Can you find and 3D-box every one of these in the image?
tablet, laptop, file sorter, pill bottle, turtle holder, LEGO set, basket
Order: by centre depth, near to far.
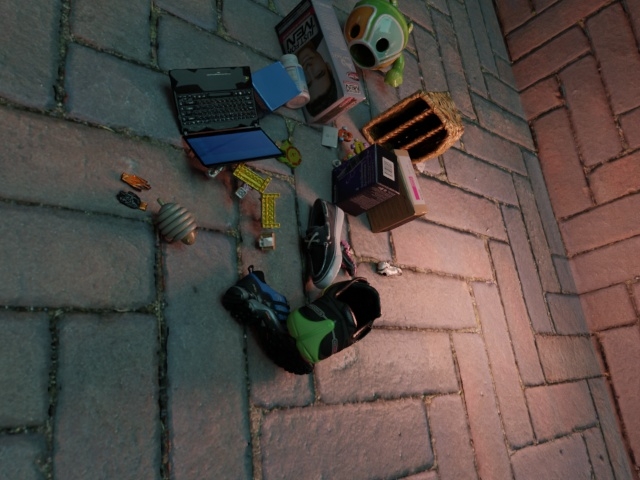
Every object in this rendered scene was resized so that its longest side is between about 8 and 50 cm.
[{"bbox_3d":[-0.244,-0.334,1.348,0.234,0.137,0.264,-15,101,-31],"label":"laptop"},{"bbox_3d":[-0.186,-0.113,1.401,0.132,0.107,0.287,-38,106,-12],"label":"LEGO set"},{"bbox_3d":[-0.166,-0.445,1.547,0.118,0.105,0.170,53,43,-10],"label":"file sorter"},{"bbox_3d":[-0.092,-0.521,1.668,0.087,0.087,0.160,2,70,-44],"label":"pill bottle"},{"bbox_3d":[0.032,-0.357,1.752,0.054,0.006,0.083,9,61,-8],"label":"tablet"},{"bbox_3d":[0.343,-0.394,1.877,0.223,0.299,0.213,-18,85,-49],"label":"basket"},{"bbox_3d":[0.214,-0.775,2.017,0.227,0.244,0.320,-63,157,-25],"label":"turtle holder"}]

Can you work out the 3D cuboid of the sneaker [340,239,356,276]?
[{"bbox_3d":[0.070,0.060,1.589,0.057,0.047,0.119,-18,83,-25],"label":"sneaker"}]

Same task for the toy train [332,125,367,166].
[{"bbox_3d":[0.093,-0.311,1.784,0.125,0.046,0.166,16,68,-8],"label":"toy train"}]

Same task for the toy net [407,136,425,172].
[{"bbox_3d":[0.397,-0.376,2.111,0.122,0.045,0.232,15,62,-41],"label":"toy net"}]

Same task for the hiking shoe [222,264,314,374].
[{"bbox_3d":[-0.102,0.205,1.291,0.304,0.113,0.132,52,45,-12],"label":"hiking shoe"}]

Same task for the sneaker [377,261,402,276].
[{"bbox_3d":[0.232,0.105,1.727,0.109,0.040,0.043,22,73,-32],"label":"sneaker"}]

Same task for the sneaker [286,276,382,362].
[{"bbox_3d":[0.085,0.194,1.358,0.185,0.202,0.483,64,19,0],"label":"sneaker"}]

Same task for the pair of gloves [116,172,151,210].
[{"bbox_3d":[-0.436,-0.114,1.195,0.074,0.010,0.083,24,58,-36],"label":"pair of gloves"}]

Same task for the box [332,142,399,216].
[{"bbox_3d":[0.143,-0.190,1.651,0.108,0.207,0.153,22,56,-36],"label":"box"}]

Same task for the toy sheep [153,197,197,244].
[{"bbox_3d":[-0.341,-0.043,1.196,0.132,0.091,0.091,51,44,-14],"label":"toy sheep"}]

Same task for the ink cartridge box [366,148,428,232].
[{"bbox_3d":[0.238,-0.165,1.741,0.088,0.193,0.234,-6,76,-45],"label":"ink cartridge box"}]

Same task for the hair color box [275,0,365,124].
[{"bbox_3d":[-0.006,-0.602,1.719,0.114,0.185,0.374,-10,78,-47],"label":"hair color box"}]

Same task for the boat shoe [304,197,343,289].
[{"bbox_3d":[0.000,0.000,1.496,0.102,0.108,0.301,33,48,-29],"label":"boat shoe"}]

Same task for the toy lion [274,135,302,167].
[{"bbox_3d":[-0.101,-0.269,1.584,0.100,0.034,0.096,-29,100,-47],"label":"toy lion"}]
